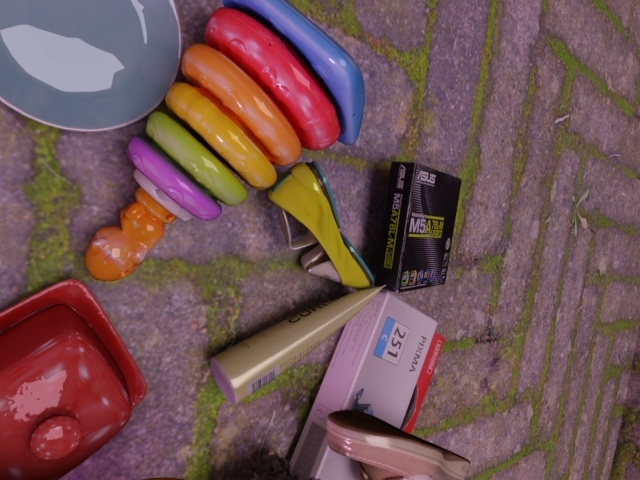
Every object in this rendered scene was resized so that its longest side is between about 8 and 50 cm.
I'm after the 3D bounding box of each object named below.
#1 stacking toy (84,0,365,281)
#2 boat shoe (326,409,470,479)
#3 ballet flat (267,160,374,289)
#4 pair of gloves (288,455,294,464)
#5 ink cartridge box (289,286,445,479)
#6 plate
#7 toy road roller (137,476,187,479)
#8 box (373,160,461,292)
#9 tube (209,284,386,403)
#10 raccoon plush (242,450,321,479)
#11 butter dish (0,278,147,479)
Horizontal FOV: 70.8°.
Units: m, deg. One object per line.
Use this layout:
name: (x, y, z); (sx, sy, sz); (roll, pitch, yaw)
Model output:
stacking toy: (-0.113, -0.079, 0.433); (0.302, 0.166, 0.175); (-48, 169, -3)
boat shoe: (0.106, 0.309, 0.606); (0.302, 0.109, 0.098); (39, 70, -41)
ballet flat: (0.000, 0.000, 0.577); (0.077, 0.077, 0.231); (-33, 133, -5)
pair of gloves: (-0.022, 0.339, 0.662); (0.074, 0.010, 0.083); (-38, 121, -29)
ink cartridge box: (0.108, 0.256, 0.711); (0.261, 0.066, 0.296); (33, 75, -37)
plate: (-0.214, -0.190, 0.391); (0.188, 0.024, 0.188); (-9, 104, -38)
toy road roller: (-0.201, 0.251, 0.305); (0.240, 0.329, 0.202); (-35, 157, -52)
box: (0.157, -0.019, 0.702); (0.191, 0.045, 0.184); (2, 99, -54)
tube: (-0.023, 0.118, 0.582); (0.240, 0.070, 0.062); (-25, 124, -31)
raccoon plush: (-0.170, 0.349, 0.425); (0.446, 0.216, 0.299); (31, 70, -39)
butter dish: (-0.230, 0.140, 0.377); (0.160, 0.118, 0.160); (-34, 118, -30)
